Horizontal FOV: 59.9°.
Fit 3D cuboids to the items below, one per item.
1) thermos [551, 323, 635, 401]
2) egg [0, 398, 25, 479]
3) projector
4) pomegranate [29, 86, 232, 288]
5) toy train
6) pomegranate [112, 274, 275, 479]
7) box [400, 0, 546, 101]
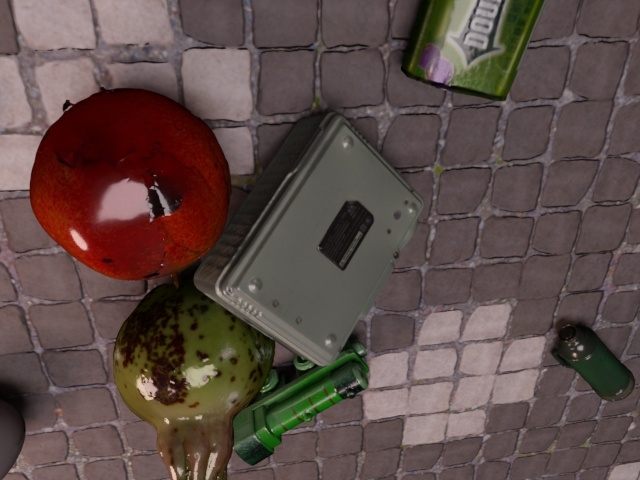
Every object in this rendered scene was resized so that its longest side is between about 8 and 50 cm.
[{"bbox_3d":[0.479,0.208,0.987,0.187,0.083,0.073,42,84,-27],"label":"thermos"},{"bbox_3d":[-0.518,0.303,0.790,0.198,0.146,0.146,-28,122,-2],"label":"egg"},{"bbox_3d":[0.000,0.000,0.674,0.192,0.099,0.257,41,72,-30],"label":"projector"},{"bbox_3d":[-0.201,-0.051,0.612,0.210,0.210,0.235,-7,141,-7],"label":"pomegranate"},{"bbox_3d":[-0.034,0.244,0.871,0.251,0.119,0.085,-32,120,10],"label":"toy train"},{"bbox_3d":[-0.179,0.186,0.723,0.203,0.277,0.222,20,153,0],"label":"pomegranate"},{"bbox_3d":[0.199,-0.327,0.586,0.134,0.097,0.346,9,119,-14],"label":"box"}]
